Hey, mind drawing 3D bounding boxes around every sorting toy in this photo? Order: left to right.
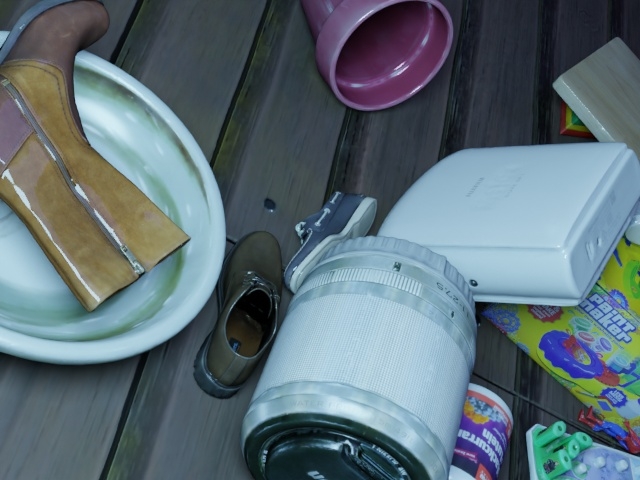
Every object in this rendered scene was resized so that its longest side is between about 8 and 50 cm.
[{"bbox_3d":[0.523,-0.199,1.888,0.257,0.089,0.255,51,44,5],"label":"sorting toy"}]

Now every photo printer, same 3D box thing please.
[{"bbox_3d":[0.229,-0.026,1.403,0.256,0.307,0.107,-48,126,-39],"label":"photo printer"}]

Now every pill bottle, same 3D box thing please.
[{"bbox_3d":[0.150,0.267,1.255,0.108,0.108,0.193,38,44,-8],"label":"pill bottle"}]

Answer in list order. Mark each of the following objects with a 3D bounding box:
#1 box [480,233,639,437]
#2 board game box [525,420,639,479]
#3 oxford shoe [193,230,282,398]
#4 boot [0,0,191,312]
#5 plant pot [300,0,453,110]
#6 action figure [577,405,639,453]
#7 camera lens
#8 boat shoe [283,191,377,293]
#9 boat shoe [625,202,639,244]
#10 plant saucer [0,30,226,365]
[{"bbox_3d":[0.427,0.073,1.554,0.290,0.177,0.279,41,44,-5],"label":"box"},{"bbox_3d":[0.445,0.449,1.384,0.389,0.050,0.390,21,49,-24],"label":"board game box"},{"bbox_3d":[-0.073,0.068,1.244,0.082,0.096,0.227,25,46,-17],"label":"oxford shoe"},{"bbox_3d":[-0.232,-0.101,1.104,0.280,0.096,0.264,45,44,-2],"label":"boot"},{"bbox_3d":[0.065,-0.320,1.575,0.201,0.201,0.180,1,44,-36],"label":"plant pot"},{"bbox_3d":[0.412,0.265,1.499,0.115,0.038,0.030,33,57,-7],"label":"action figure"},{"bbox_3d":[0.048,0.158,1.178,0.219,0.219,0.274,34,45,-12],"label":"camera lens"},{"bbox_3d":[0.000,0.000,1.382,0.064,0.075,0.206,23,41,20],"label":"boat shoe"},{"bbox_3d":[0.491,-0.015,1.500,0.184,0.066,0.063,13,54,-18],"label":"boat shoe"},{"bbox_3d":[-0.297,-0.036,1.148,0.400,0.100,0.401,19,50,-24],"label":"plant saucer"}]
